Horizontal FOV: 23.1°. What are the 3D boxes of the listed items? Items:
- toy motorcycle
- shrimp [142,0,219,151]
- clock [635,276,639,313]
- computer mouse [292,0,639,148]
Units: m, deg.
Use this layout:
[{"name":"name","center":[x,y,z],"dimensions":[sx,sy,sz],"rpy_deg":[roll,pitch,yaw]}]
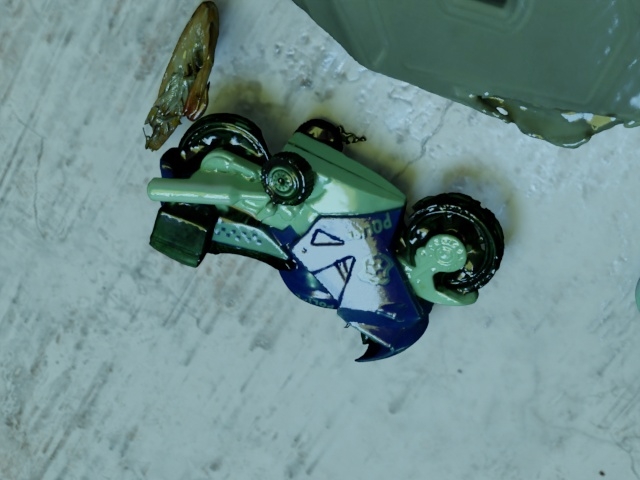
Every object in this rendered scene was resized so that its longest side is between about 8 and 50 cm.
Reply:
[{"name":"toy motorcycle","center":[0.000,0.000,1.463],"dimensions":[0.331,0.125,0.196],"rpy_deg":[20,120,7]},{"name":"shrimp","center":[-0.125,-0.133,1.449],"dimensions":[0.034,0.124,0.178],"rpy_deg":[15,122,-21]},{"name":"clock","center":[0.393,0.054,1.355],"dimensions":[0.210,0.066,0.159],"rpy_deg":[-27,103,30]},{"name":"computer mouse","center":[0.148,-0.230,1.272],"dimensions":[0.428,0.145,0.228],"rpy_deg":[22,130,25]}]
